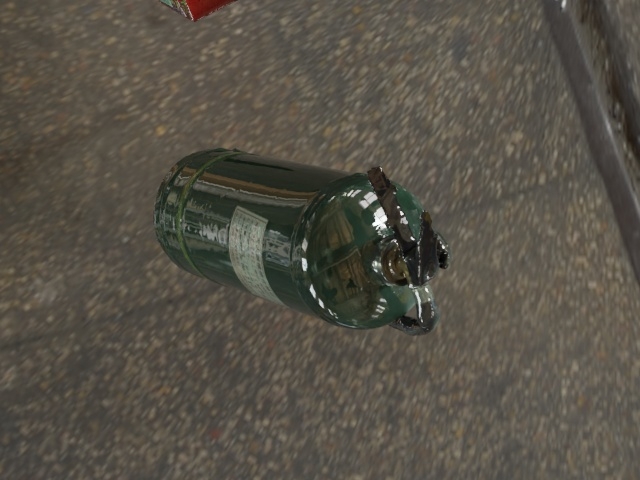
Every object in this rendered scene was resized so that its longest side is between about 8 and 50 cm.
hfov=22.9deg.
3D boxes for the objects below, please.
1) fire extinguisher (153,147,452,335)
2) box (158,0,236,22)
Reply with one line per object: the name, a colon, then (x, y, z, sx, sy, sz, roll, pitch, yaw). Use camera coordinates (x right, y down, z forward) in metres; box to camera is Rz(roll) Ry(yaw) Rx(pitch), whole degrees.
fire extinguisher: (0.000, 0.000, 0.943, 0.093, 0.294, 0.118, -33, 111, -21)
box: (-0.099, -0.205, 1.284, 0.051, 0.082, 0.023, -30, 119, -14)
